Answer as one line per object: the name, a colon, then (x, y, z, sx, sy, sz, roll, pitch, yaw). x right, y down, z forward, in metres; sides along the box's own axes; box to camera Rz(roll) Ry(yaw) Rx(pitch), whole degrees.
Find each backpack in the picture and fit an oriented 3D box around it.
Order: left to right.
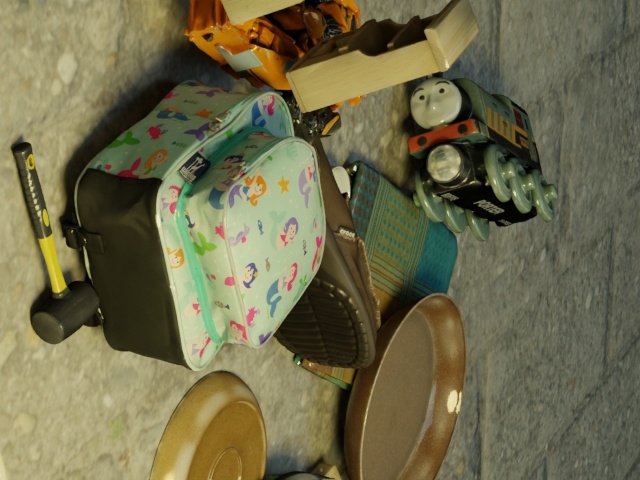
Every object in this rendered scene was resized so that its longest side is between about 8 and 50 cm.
backpack: (-0.102, -0.028, 1.628, 0.253, 0.191, 0.225, -58, 147, -48)

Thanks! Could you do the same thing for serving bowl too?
serving bowl: (0.005, -0.049, 2.017, 0.083, 0.027, 0.083, -37, 133, -55)

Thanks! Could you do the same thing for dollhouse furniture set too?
dollhouse furniture set: (0.021, -0.264, 1.594, 0.242, 0.161, 0.212, 66, 29, -17)

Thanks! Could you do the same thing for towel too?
towel: (0.079, 0.071, 2.213, 0.370, 0.040, 0.271, 32, 70, -62)

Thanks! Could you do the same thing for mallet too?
mallet: (-0.246, 0.006, 1.505, 0.062, 0.039, 0.189, -52, 139, -41)

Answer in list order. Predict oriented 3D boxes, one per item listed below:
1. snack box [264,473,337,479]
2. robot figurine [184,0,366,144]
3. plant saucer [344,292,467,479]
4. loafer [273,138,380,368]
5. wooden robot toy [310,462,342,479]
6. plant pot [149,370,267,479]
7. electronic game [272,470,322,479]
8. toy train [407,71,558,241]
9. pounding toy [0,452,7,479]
snack box: (-0.035, 0.353, 2.053, 0.100, 0.037, 0.141, 8, 92, -51)
robot figurine: (-0.039, -0.220, 1.729, 0.291, 0.085, 0.211, 28, 53, -56)
plant saucer: (0.106, 0.216, 2.225, 0.310, 0.050, 0.310, -33, 129, -55)
loafer: (0.000, 0.000, 1.898, 0.366, 0.134, 0.130, 73, 34, -43)
wooden robot toy: (0.012, 0.369, 2.152, 0.079, 0.076, 0.173, -41, 136, -38)
plant pot: (-0.116, 0.262, 1.877, 0.236, 0.032, 0.236, -35, 130, -57)
electronic game: (-0.047, 0.379, 1.975, 0.229, 0.048, 0.229, -25, 121, -51)
toy train: (0.209, -0.113, 2.283, 0.334, 0.142, 0.190, 19, 56, -63)
pounding toy: (-0.338, 0.215, 1.344, 0.154, 0.155, 0.269, -19, 110, -30)
